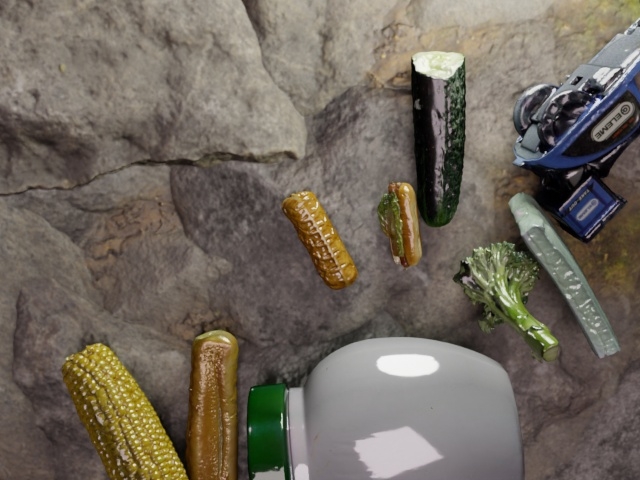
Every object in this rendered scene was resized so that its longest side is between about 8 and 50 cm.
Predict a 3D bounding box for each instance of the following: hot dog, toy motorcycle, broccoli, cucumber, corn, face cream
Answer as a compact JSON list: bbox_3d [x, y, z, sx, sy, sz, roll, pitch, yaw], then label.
[{"bbox_3d":[-0.156,0.268,1.060,0.087,0.061,0.286,6,102,-4],"label":"hot dog"},{"bbox_3d":[0.417,-0.187,0.970,0.212,0.125,0.358,40,99,-18],"label":"toy motorcycle"},{"bbox_3d":[0.264,0.090,0.976,0.122,0.204,0.118,-38,125,12],"label":"broccoli"},{"bbox_3d":[0.164,-0.136,0.988,0.074,0.074,0.242,-4,103,-2],"label":"cucumber"},{"bbox_3d":[-0.265,0.290,1.023,0.101,0.101,0.311,-25,89,3],"label":"corn"},{"bbox_3d":[0.111,-0.021,1.018,0.041,0.056,0.133,-16,104,-30],"label":"hot dog"},{"bbox_3d":[0.085,0.290,0.996,0.356,0.219,0.313,-5,102,-1],"label":"face cream"}]

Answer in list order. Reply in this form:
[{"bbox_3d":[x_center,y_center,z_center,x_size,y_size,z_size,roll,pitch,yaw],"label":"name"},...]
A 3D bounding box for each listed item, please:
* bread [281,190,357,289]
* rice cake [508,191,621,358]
[{"bbox_3d":[0.000,0.000,1.021,0.052,0.044,0.157,-29,101,6],"label":"bread"},{"bbox_3d":[0.342,0.045,1.009,0.043,0.127,0.237,-31,107,17],"label":"rice cake"}]
